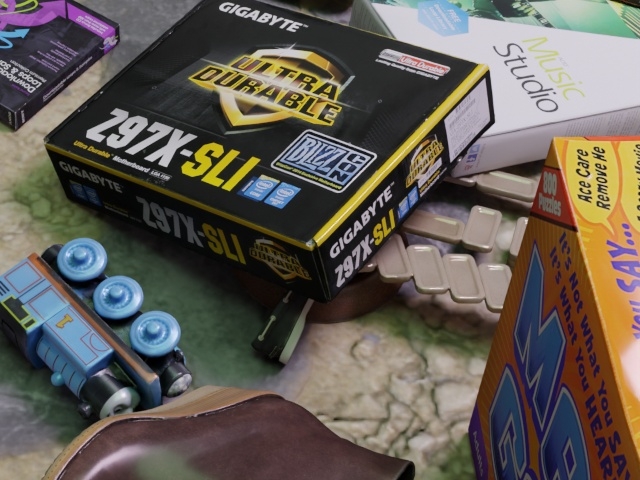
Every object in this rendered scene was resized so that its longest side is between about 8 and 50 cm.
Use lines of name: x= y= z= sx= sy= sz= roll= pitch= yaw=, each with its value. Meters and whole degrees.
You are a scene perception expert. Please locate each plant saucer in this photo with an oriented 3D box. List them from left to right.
plant saucer: x=0.000 y=0.000 z=1.399 sx=0.168 sy=0.029 sz=0.168 roll=4 pitch=49 yaw=-4

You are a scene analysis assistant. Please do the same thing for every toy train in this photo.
toy train: x=-0.191 y=0.079 z=1.282 sx=0.105 sy=0.080 sz=0.184 roll=-38 pitch=64 yaw=-21

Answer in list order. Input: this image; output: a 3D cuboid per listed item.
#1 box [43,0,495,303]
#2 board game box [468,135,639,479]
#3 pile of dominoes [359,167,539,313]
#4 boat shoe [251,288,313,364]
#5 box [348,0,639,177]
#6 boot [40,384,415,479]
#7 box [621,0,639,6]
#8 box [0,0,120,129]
box: x=-0.047 y=-0.097 z=1.378 sx=0.322 sy=0.079 sz=0.257 roll=22 pitch=55 yaw=34
board game box: x=0.330 y=0.173 z=1.071 sx=0.356 sy=0.356 sz=0.356 roll=-1 pitch=50 yaw=-7
pile of dominoes: x=0.134 y=0.004 z=1.395 sx=0.251 sy=0.040 sz=0.196 roll=15 pitch=40 yaw=7
boat shoe: x=-0.020 y=0.043 z=1.323 sx=0.038 sy=0.046 sz=0.125 roll=24 pitch=85 yaw=0
box: x=0.221 y=-0.186 z=1.543 sx=0.322 sy=0.058 sz=0.232 roll=-12 pitch=52 yaw=-25
boot: x=-0.074 y=0.191 z=1.148 sx=0.207 sy=0.090 sz=0.248 roll=18 pitch=33 yaw=33
box: x=0.322 y=-0.285 z=1.604 sx=0.137 sy=0.027 sz=0.094 roll=17 pitch=47 yaw=2
box: x=-0.293 y=-0.187 z=1.525 sx=0.116 sy=0.029 sz=0.162 roll=29 pitch=54 yaw=17
